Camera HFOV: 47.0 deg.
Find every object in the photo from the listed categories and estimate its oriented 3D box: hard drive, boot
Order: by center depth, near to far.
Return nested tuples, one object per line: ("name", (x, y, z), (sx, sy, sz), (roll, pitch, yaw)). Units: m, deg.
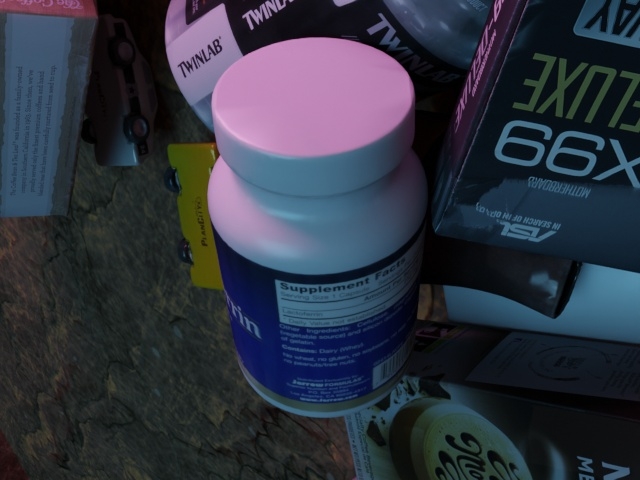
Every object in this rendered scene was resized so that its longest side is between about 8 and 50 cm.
("boot", (0.113, 0.020, 0.649), (0.207, 0.090, 0.248), (32, 125, 32))
("hard drive", (0.208, 0.064, 0.675), (0.203, 0.040, 0.307), (3, 111, 43))

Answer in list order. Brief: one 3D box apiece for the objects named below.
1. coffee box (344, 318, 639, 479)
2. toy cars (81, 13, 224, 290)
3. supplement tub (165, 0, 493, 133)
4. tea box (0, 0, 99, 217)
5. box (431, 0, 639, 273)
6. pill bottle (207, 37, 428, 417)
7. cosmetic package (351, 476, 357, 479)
("coffee box", (0.170, 0.177, 0.648), (0.297, 0.119, 0.168), (1, 109, 43))
("toy cars", (-0.188, -0.115, 0.930), (0.393, 0.087, 0.176), (50, 129, 9))
("supplement tub", (0.033, -0.193, 0.571), (0.316, 0.194, 0.193), (-17, 105, 49))
("tea box", (-0.403, -0.241, 0.839), (0.329, 0.220, 0.323), (-58, 43, 49))
("box", (0.243, -0.083, 0.426), (0.308, 0.076, 0.242), (11, 133, -4))
("pill bottle", (0.000, 0.000, 0.539), (0.153, 0.153, 0.264), (28, 143, 27))
("cosmetic package", (0.038, 0.545, 0.965), (0.097, 0.377, 0.284), (-29, 97, 49))
